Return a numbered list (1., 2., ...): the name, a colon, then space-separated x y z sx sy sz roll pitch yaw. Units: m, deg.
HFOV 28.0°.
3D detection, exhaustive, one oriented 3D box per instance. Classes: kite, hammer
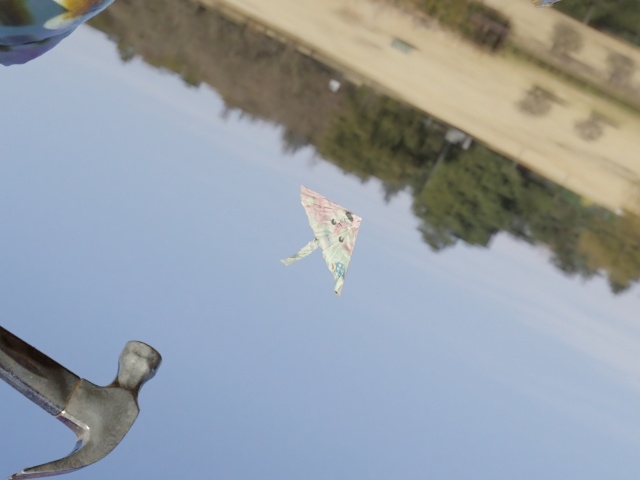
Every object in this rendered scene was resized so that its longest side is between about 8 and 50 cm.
1. kite: 0.000 0.000 1.492 0.011 0.156 0.139 -9 -105 -42
2. hammer: -0.259 0.064 0.911 0.290 0.137 0.037 36 146 -17

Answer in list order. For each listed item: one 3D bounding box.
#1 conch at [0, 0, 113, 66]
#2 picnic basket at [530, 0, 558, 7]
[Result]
1. conch: -0.284 -0.348 1.289 0.249 0.368 0.197 20 -170 11
2. picnic basket: 0.189 -0.286 1.196 0.178 0.138 0.128 -14 173 12
